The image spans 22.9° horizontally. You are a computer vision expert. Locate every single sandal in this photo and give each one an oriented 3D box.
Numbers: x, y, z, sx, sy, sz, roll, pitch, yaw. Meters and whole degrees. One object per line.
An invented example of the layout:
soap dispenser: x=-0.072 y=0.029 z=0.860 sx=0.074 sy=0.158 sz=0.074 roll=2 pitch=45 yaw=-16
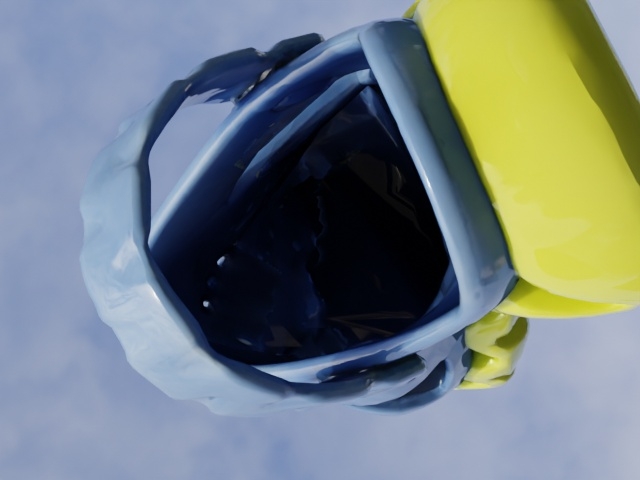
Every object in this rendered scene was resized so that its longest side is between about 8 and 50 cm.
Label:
sandal: x=0.000 y=0.000 z=0.497 sx=0.138 sy=0.317 sz=0.126 roll=-20 pitch=-101 yaw=-6
